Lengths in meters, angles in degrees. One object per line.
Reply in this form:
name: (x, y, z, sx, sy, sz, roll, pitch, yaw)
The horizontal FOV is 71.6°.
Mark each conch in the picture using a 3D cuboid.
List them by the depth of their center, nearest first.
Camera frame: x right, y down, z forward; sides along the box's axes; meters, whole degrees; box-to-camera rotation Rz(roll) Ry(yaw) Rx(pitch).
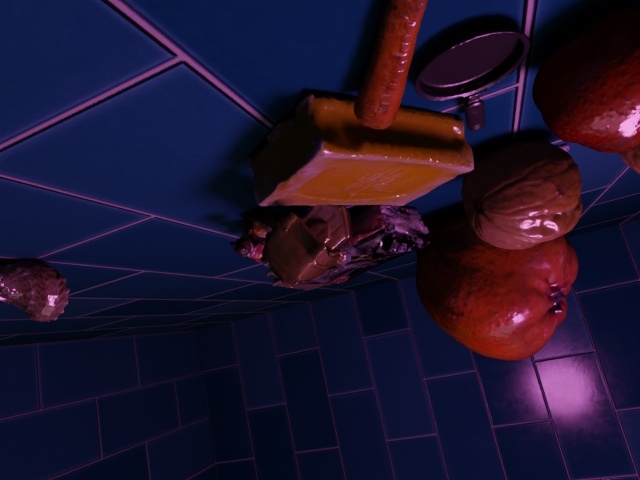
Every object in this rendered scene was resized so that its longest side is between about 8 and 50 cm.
conch: (-0.631, 0.106, 0.931, 0.155, 0.130, 0.207, -29, 149, 15)

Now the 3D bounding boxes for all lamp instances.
lamp: (-0.126, -0.002, 0.993, 0.118, 0.118, 0.253, -14, 164, 10)

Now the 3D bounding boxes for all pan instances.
pan: (0.197, -0.204, 0.583, 0.136, 0.028, 0.235, -15, 164, 17)

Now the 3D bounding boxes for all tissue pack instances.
tissue pack: (0.103, 0.022, 1.190, 0.332, 0.123, 0.245, -32, 161, 33)

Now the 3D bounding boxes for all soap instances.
soap: (0.069, -0.123, 0.688, 0.315, 0.091, 0.199, -2, 165, -36)

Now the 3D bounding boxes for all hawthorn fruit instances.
hawthorn fruit: (0.358, -0.202, 0.511, 0.163, 0.162, 0.203, -7, 156, -20)
hawthorn fruit: (0.496, 0.099, 1.312, 0.472, 0.471, 0.472, -12, 167, -3)

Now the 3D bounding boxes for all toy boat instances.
toy boat: (0.000, 0.000, 0.858, 0.162, 0.136, 0.445, -44, 175, 7)

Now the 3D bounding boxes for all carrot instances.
carrot: (0.074, -0.197, 0.462, 0.057, 0.057, 0.224, -11, 164, -6)

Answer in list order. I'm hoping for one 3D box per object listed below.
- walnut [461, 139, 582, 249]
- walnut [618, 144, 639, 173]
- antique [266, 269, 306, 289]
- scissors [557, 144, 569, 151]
walnut: (0.400, -0.090, 0.882, 0.228, 0.227, 0.228, -12, 167, -3)
walnut: (0.539, -0.162, 0.594, 0.261, 0.224, 0.225, 28, 180, 19)
antique: (-0.055, 0.076, 1.345, 0.150, 0.125, 0.284, -19, 165, 26)
scissors: (0.527, -0.182, 1.024, 0.100, 0.015, 0.189, -23, 164, 32)
